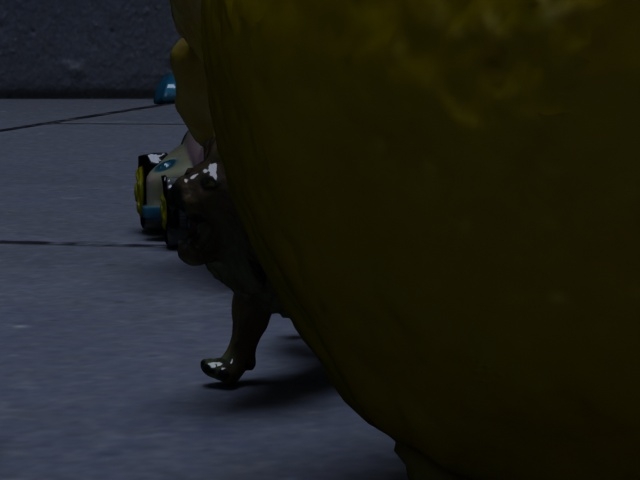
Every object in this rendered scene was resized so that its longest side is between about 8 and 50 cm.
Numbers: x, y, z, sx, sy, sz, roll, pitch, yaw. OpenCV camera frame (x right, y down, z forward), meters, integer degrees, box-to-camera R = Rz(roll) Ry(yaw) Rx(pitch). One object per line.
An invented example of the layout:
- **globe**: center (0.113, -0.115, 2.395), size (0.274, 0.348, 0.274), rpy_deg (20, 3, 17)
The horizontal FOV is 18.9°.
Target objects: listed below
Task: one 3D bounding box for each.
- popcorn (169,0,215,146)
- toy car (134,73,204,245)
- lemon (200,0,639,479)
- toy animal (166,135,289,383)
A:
- **popcorn**: center (0.037, -0.068, 0.953), size (0.191, 0.190, 0.253), rpy_deg (20, -24, -39)
- **toy car**: center (-0.047, -0.050, 1.128), size (0.126, 0.098, 0.161), rpy_deg (-4, 6, -6)
- **lemon**: center (0.104, -0.063, 0.487), size (0.293, 0.293, 0.293), rpy_deg (-1, 7, 0)
- **toy animal**: center (-0.001, 0.018, 0.733), size (0.069, 0.086, 0.220), rpy_deg (4, -10, 12)
